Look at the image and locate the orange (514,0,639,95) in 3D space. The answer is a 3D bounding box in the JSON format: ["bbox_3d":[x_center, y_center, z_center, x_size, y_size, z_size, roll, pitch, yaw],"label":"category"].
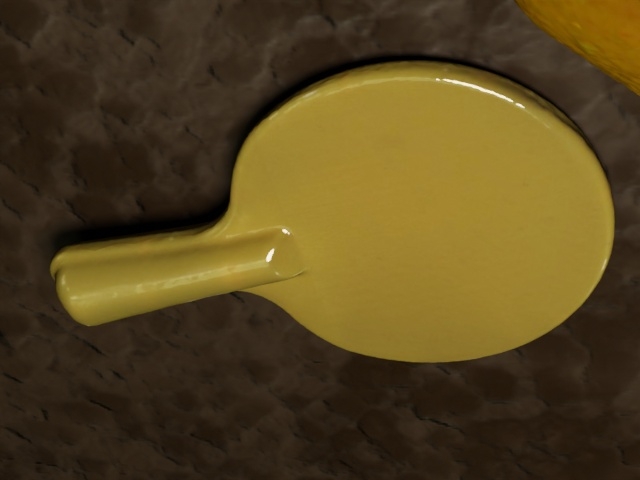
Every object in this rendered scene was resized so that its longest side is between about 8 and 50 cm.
[{"bbox_3d":[0.180,-0.159,0.659,0.334,0.196,0.262,37,144,-29],"label":"orange"}]

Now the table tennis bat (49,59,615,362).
[{"bbox_3d":[0.000,0.000,0.924,0.321,0.050,0.198,-11,128,19],"label":"table tennis bat"}]
